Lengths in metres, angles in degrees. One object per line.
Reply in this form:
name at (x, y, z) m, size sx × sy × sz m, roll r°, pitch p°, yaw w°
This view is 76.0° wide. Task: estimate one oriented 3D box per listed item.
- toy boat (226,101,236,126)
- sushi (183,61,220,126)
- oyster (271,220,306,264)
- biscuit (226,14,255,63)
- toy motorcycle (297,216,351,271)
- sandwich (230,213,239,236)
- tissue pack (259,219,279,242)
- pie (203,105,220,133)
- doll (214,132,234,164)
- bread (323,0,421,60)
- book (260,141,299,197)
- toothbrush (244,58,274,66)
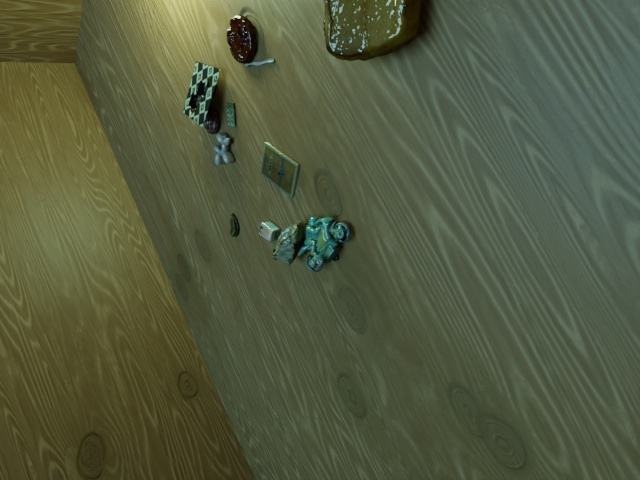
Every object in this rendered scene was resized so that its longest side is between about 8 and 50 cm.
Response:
toy boat at (-0.442, -0.623, 2.029) m, size 0.063 × 0.016 × 0.115 m, roll 20°, pitch 119°, yaw 41°
sushi at (-0.594, -0.752, 2.103) m, size 0.294 × 0.059 × 0.292 m, roll 40°, pitch 115°, yaw 42°
oyster at (-0.140, 0.018, 1.869) m, size 0.110 × 0.166 × 0.341 m, roll 23°, pitch 135°, yaw -8°
biscuit at (-0.344, -0.880, 1.796) m, size 0.192 × 0.049 × 0.192 m, roll 26°, pitch 130°, yaw 36°
toy motorcycle at (-0.001, 0.001, 1.721) m, size 0.198 × 0.109 × 0.297 m, roll 49°, pitch 128°, yaw 19°
sandwich at (-0.481, -0.081, 2.280) m, size 0.067 × 0.029 × 0.135 m, roll 16°, pitch 116°, yaw 43°
tissue pack at (-0.250, -0.045, 2.017) m, size 0.094 × 0.058 × 0.074 m, roll 35°, pitch 127°, yaw 33°
pie at (-0.580, -0.636, 2.162) m, size 0.154 × 0.036 × 0.155 m, roll 21°, pitch 120°, yaw 43°
doll at (-0.503, -0.477, 2.124) m, size 0.161 × 0.059 × 0.160 m, roll 4°, pitch 109°, yaw 48°
bread at (0.164, -0.724, 1.225) m, size 0.327 × 0.147 × 0.337 m, roll 8°, pitch 109°, yaw 42°
book at (-0.190, -0.324, 1.869) m, size 0.241 × 0.018 × 0.170 m, roll 39°, pitch 131°, yaw 31°
toothbrush at (-0.266, -0.767, 1.773) m, size 0.204 × 0.022 × 0.017 m, roll 14°, pitch 103°, yaw 44°
